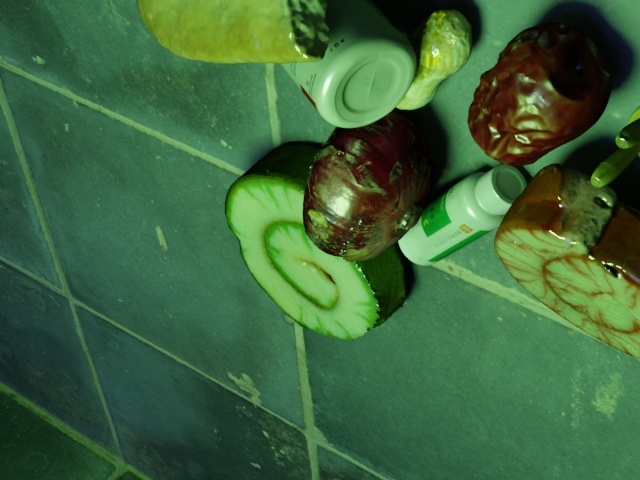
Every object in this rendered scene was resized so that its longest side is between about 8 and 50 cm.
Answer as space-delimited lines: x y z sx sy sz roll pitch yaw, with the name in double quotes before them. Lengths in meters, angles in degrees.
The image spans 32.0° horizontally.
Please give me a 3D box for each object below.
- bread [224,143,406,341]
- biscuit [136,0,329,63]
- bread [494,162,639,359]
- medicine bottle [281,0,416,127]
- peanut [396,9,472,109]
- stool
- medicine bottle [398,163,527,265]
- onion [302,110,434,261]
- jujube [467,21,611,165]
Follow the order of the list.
"bread" 0.000 0.000 2.001 0.366 0.129 0.382 39 146 13
"biscuit" -0.159 -0.463 1.548 0.446 0.104 0.429 12 109 48
"bread" 0.407 0.045 1.570 0.328 0.114 0.295 33 164 14
"medicine bottle" 0.001 -0.302 1.587 0.288 0.157 0.157 54 157 35
"peanut" 0.154 -0.256 1.592 0.087 0.087 0.206 43 149 2
"stool" 0.430 -0.107 1.440 0.134 0.110 0.135 2 127 47
"medicine bottle" 0.222 -0.040 1.751 0.095 0.095 0.260 48 147 -6
"onion" 0.076 -0.082 1.721 0.190 0.246 0.246 33 145 20
"jujube" 0.282 -0.185 1.478 0.155 0.155 0.230 43 148 2
